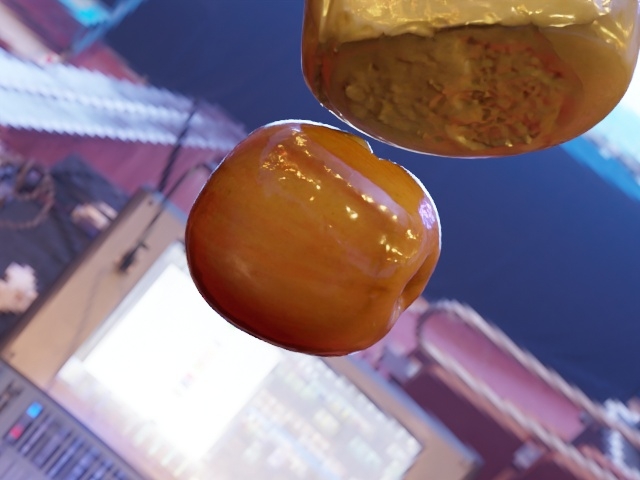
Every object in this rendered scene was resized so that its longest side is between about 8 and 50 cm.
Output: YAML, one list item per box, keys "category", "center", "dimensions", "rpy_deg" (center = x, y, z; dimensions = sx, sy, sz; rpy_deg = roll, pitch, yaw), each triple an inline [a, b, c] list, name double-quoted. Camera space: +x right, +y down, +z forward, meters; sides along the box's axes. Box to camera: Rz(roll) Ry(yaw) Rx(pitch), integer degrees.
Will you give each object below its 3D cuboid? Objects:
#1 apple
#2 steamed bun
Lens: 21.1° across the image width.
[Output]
- category: "apple"
  center: [0.000, 0.000, 1.281]
  dimensions: [0.199, 0.199, 0.199]
  rpy_deg: [29, 33, -21]
- category: "steamed bun"
  center: [0.129, -0.180, 1.336]
  dimensions: [0.166, 0.272, 0.232]
  rpy_deg: [72, 19, -49]
